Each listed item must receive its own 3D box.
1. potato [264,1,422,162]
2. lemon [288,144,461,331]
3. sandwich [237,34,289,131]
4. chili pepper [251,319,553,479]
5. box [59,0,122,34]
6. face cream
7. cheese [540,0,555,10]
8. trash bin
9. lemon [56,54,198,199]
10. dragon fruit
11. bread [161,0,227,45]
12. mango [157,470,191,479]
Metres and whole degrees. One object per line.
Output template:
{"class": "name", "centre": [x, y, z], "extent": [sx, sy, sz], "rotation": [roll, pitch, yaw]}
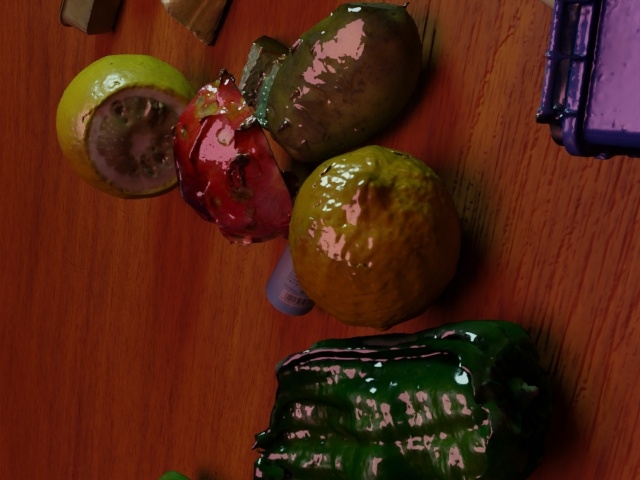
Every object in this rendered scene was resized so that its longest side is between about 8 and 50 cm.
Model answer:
{"class": "potato", "centre": [0.029, -0.191, 1.070], "extent": [0.149, 0.113, 0.251], "rotation": [43, 123, -1]}
{"class": "lemon", "centre": [0.060, -0.002, 0.986], "extent": [0.231, 0.192, 0.192], "rotation": [79, 164, -56]}
{"class": "sandwich", "centre": [-0.054, -0.209, 1.221], "extent": [0.244, 0.088, 0.090], "rotation": [49, 127, 42]}
{"class": "chili pepper", "centre": [0.081, 0.201, 0.968], "extent": [0.385, 0.167, 0.213], "rotation": [-25, 70, 39]}
{"class": "box", "centre": [-0.450, -0.488, 1.754], "extent": [0.111, 0.111, 0.177], "rotation": [60, 137, 33]}
{"class": "face cream", "centre": [0.000, 0.000, 1.175], "extent": [0.075, 0.075, 0.229], "rotation": [59, 136, 33]}
{"class": "cheese", "centre": [0.215, -0.276, 0.834], "extent": [0.049, 0.127, 0.235], "rotation": [61, 173, -35]}
{"class": "trash bin", "centre": [0.299, -0.127, 0.659], "extent": [0.234, 0.184, 0.162], "rotation": [20, 110, 47]}
{"class": "lemon", "centre": [-0.313, -0.192, 1.469], "extent": [0.219, 0.241, 0.240], "rotation": [-135, 51, -60]}
{"class": "dragon fruit", "centre": [-0.114, -0.076, 1.185], "extent": [0.161, 0.126, 0.274], "rotation": [46, 160, 43]}
{"class": "bread", "centre": [-0.185, -0.468, 1.442], "extent": [0.178, 0.135, 0.240], "rotation": [-33, 60, 14]}
{"class": "mango", "centre": [-0.204, 0.519, 1.406], "extent": [0.382, 0.201, 0.225], "rotation": [-124, 22, -51]}
